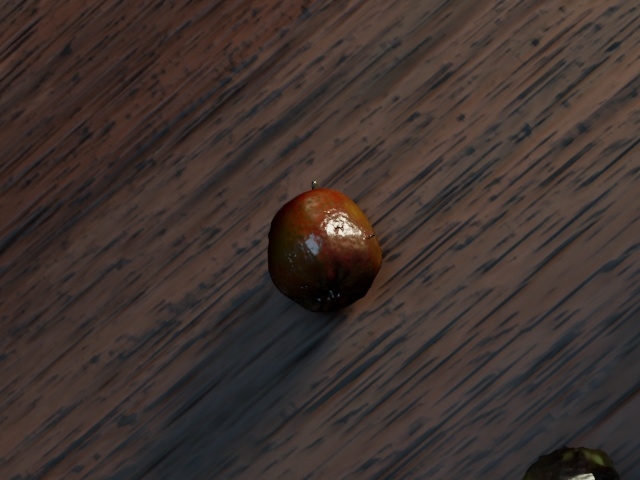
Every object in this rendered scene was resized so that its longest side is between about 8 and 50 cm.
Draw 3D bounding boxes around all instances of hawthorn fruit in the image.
[{"bbox_3d":[0.000,0.005,0.830,0.077,0.077,0.077,-8,67,20],"label":"hawthorn fruit"}]

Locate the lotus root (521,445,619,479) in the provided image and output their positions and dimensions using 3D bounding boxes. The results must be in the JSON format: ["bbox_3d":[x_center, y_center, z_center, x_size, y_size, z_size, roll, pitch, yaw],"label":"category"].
[{"bbox_3d":[0.059,0.238,0.675,0.169,0.141,0.314,34,77,27],"label":"lotus root"}]
